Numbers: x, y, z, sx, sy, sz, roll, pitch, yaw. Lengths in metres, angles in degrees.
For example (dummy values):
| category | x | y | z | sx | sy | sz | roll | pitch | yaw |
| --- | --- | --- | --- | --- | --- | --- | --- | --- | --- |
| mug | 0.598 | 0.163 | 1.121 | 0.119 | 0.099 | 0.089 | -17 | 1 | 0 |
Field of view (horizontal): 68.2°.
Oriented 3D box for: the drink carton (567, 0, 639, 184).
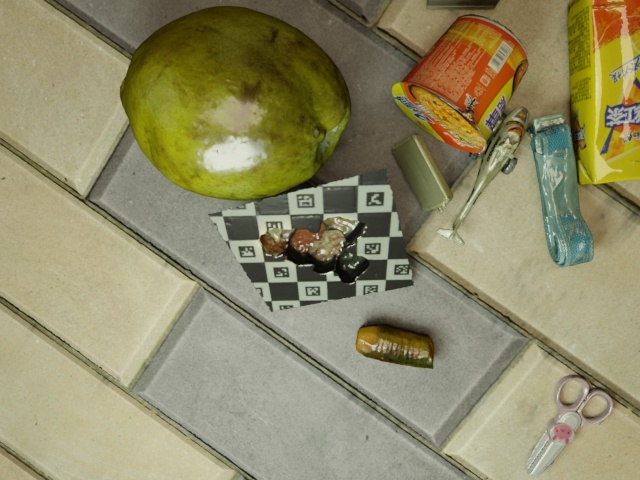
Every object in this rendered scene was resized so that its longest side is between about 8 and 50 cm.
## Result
| category | x | y | z | sx | sy | sz | roll | pitch | yaw |
| --- | --- | --- | --- | --- | --- | --- | --- | --- | --- |
| drink carton | 0.560 | -0.286 | 0.884 | 0.155 | 0.111 | 0.350 | -5 | 98 | 8 |

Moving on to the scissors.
| category | x | y | z | sx | sy | sz | roll | pitch | yaw |
| --- | --- | --- | --- | --- | --- | --- | --- | --- | --- |
| scissors | 0.517 | 0.408 | 1.019 | 0.118 | 0.030 | 0.242 | 32 | 98 | 3 |

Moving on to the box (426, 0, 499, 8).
| category | x | y | z | sx | sy | sz | roll | pitch | yaw |
| --- | --- | --- | --- | --- | --- | --- | --- | --- | --- |
| box | 0.279 | -0.555 | 0.905 | 0.141 | 0.058 | 0.200 | 2 | 98 | 6 |

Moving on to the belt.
| category | x | y | z | sx | sy | sz | roll | pitch | yaw |
| --- | --- | --- | --- | --- | --- | --- | --- | --- | --- |
| belt | 0.472 | -0.097 | 0.928 | 0.072 | 0.087 | 0.301 | -12 | 96 | 11 |

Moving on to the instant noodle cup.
| category | x | y | z | sx | sy | sz | roll | pitch | yaw |
| --- | --- | --- | --- | --- | --- | --- | --- | --- | --- |
| instant noodle cup | 0.267 | -0.292 | 0.876 | 0.213 | 0.213 | 0.174 | 36 | 93 | 1 |

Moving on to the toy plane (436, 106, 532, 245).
| category | x | y | z | sx | sy | sz | roll | pitch | yaw |
| --- | --- | --- | --- | --- | --- | --- | --- | --- | --- |
| toy plane | 0.329 | -0.129 | 0.940 | 0.092 | 0.108 | 0.286 | 27 | 112 | 1 |

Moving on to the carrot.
| category | x | y | z | sx | sy | sz | roll | pitch | yaw |
| --- | --- | --- | --- | --- | --- | --- | --- | --- | --- |
| carrot | 0.162 | 0.224 | 1.012 | 0.173 | 0.082 | 0.082 | 8 | 98 | 5 |

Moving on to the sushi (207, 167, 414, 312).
| category | x | y | z | sx | sy | sz | roll | pitch | yaw |
| --- | --- | --- | --- | --- | --- | --- | --- | --- | --- |
| sushi | 0.000 | 0.000 | 0.961 | 0.340 | 0.068 | 0.319 | -13 | 132 | 13 |

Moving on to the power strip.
| category | x | y | z | sx | sy | sz | roll | pitch | yaw |
| --- | --- | --- | --- | --- | --- | --- | --- | --- | --- |
| power strip | 0.211 | -0.131 | 0.965 | 0.076 | 0.028 | 0.168 | -25 | 93 | 52 |

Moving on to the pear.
| category | x | y | z | sx | sy | sz | roll | pitch | yaw |
| --- | --- | --- | --- | --- | --- | --- | --- | --- | --- |
| pear | -0.156 | -0.236 | 0.861 | 0.414 | 0.352 | 0.351 | 21 | 100 | 18 |
